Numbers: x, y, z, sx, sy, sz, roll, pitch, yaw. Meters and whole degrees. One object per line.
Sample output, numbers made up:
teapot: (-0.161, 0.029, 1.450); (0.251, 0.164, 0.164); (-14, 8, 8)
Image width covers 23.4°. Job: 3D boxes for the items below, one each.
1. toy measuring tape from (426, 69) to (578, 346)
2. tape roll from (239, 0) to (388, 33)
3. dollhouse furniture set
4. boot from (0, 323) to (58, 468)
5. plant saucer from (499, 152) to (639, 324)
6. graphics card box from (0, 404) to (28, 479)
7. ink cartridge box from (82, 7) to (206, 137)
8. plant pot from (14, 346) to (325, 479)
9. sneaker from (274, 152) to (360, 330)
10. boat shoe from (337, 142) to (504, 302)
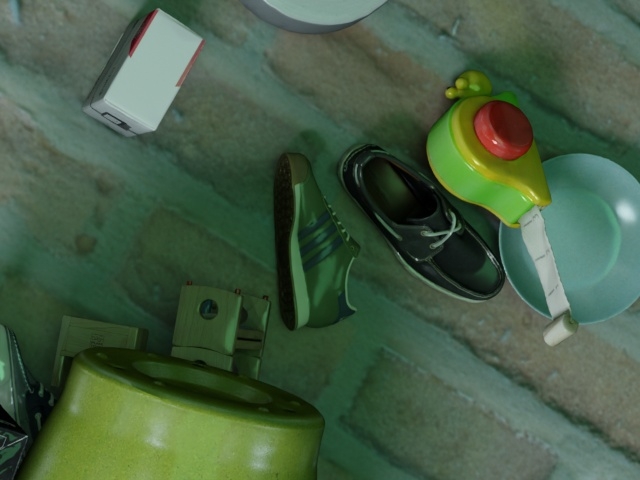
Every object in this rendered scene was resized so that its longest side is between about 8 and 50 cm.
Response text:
toy measuring tape: (0.185, -0.044, 1.656); (0.121, 0.121, 0.330); (-5, 64, -14)
tape roll: (-0.005, -0.337, 1.673); (0.219, 0.072, 0.219); (0, 88, -13)
dollhouse furniture set: (-0.163, 0.104, 1.617); (0.184, 0.129, 0.129); (9, 86, 12)
boot: (-0.293, 0.174, 1.604); (0.086, 0.069, 0.190); (-10, 99, -21)
plant saucer: (0.289, -0.001, 1.756); (0.195, 0.037, 0.195); (0, 88, -14)
graphics card box: (-0.368, 0.248, 1.422); (0.094, 0.371, 0.232); (21, 84, -16)
ink cartridge box: (-0.184, -0.169, 1.588); (0.063, 0.150, 0.109); (30, 82, -15)
plant pot: (-0.151, 0.294, 1.413); (0.367, 0.366, 0.353); (15, 92, -13)
sneaker: (0.000, 0.000, 1.678); (0.086, 0.064, 0.192); (-2, 90, -21)
boat shoe: (0.116, -0.014, 1.695); (0.233, 0.079, 0.084); (44, 78, -12)
